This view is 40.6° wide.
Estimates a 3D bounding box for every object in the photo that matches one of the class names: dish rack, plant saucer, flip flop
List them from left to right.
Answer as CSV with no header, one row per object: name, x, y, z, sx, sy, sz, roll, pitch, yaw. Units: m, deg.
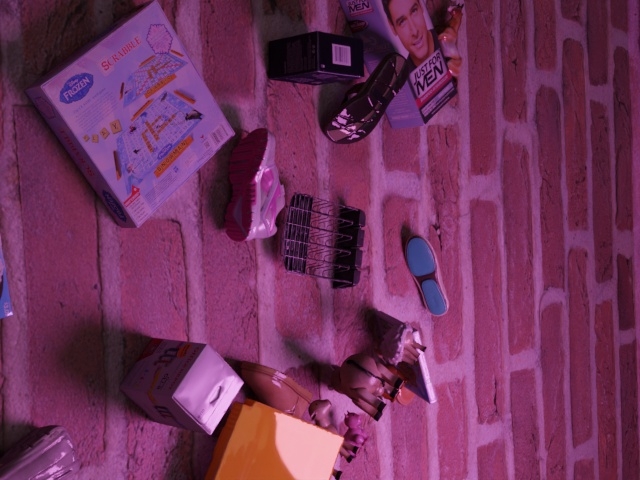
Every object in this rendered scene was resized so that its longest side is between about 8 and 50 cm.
dish rack,0.000,0.000,2.035,0.271,0.074,0.208,13,79,-44
flip flop,0.107,-0.349,2.121,0.277,0.080,0.112,-53,130,-6
plant saucer,0.228,0.397,2.308,0.083,0.013,0.083,2,87,-47

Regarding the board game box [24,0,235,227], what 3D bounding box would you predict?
board game box,-0.351,-0.244,1.667,0.319,0.066,0.318,-50,123,-35

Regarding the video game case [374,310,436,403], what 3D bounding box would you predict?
video game case,0.209,0.288,2.156,0.023,0.212,0.193,-21,106,-18

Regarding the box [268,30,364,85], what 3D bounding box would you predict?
box,-0.010,-0.410,1.964,0.156,0.158,0.093,-4,93,-47

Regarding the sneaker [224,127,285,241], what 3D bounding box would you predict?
sneaker,-0.134,-0.116,1.881,0.111,0.103,0.252,12,87,-50

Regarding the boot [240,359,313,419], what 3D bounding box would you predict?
boot,-0.126,0.422,1.879,0.236,0.089,0.269,38,64,-39

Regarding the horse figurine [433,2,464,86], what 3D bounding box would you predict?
horse figurine,0.342,-0.522,2.410,0.174,0.066,0.263,-16,99,-40

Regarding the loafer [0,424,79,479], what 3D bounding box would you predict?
loafer,-0.531,0.432,1.430,0.319,0.112,0.111,-36,106,-42

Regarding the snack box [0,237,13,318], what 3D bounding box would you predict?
snack box,-0.615,-0.016,1.387,0.187,0.060,0.322,-14,99,-46

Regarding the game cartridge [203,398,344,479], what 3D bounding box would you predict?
game cartridge,-0.117,0.521,1.818,0.285,0.052,0.324,30,73,-31

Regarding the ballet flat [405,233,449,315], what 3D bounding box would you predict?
ballet flat,0.290,0.086,2.344,0.086,0.086,0.248,-35,115,-42

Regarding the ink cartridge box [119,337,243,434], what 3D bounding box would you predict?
ink cartridge box,-0.267,0.277,1.666,0.127,0.176,0.128,53,54,-32

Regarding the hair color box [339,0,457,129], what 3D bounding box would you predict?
hair color box,0.207,-0.497,2.230,0.185,0.113,0.374,-45,120,-37

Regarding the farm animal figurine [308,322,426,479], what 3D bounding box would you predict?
farm animal figurine,0.072,0.360,2.016,0.330,0.172,0.327,-48,166,-36
